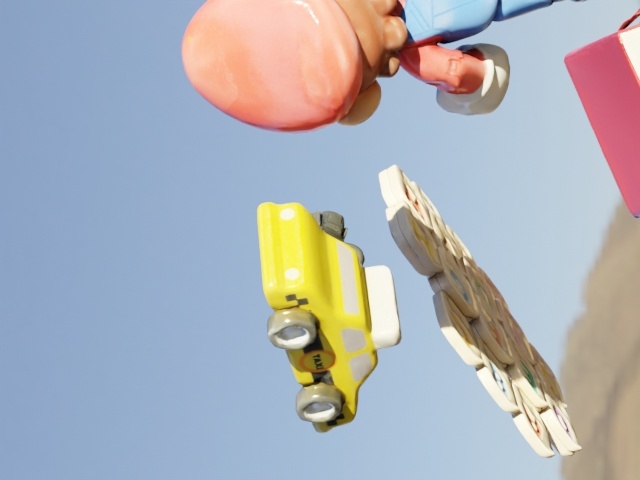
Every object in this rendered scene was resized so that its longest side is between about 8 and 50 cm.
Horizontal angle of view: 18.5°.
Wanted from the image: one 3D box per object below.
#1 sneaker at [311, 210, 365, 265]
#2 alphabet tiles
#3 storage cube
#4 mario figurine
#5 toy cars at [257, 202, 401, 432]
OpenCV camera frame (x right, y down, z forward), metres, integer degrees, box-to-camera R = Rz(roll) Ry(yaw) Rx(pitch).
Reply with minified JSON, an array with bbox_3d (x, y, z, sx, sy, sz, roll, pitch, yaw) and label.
[{"bbox_3d":[0.002,0.001,2.055,0.170,0.051,0.089,-21,40,56],"label":"sneaker"},{"bbox_3d":[0.142,0.063,1.739,0.284,0.021,0.278,52,-166,-24],"label":"alphabet tiles"},{"bbox_3d":[0.382,-0.144,1.944,0.193,0.184,0.215,162,83,-81],"label":"storage cube"},{"bbox_3d":[0.043,-0.180,1.361,0.198,0.321,0.170,58,159,17],"label":"mario figurine"},{"bbox_3d":[0.032,0.153,1.421,0.176,0.087,0.393,-65,-36,-78],"label":"toy cars"}]
